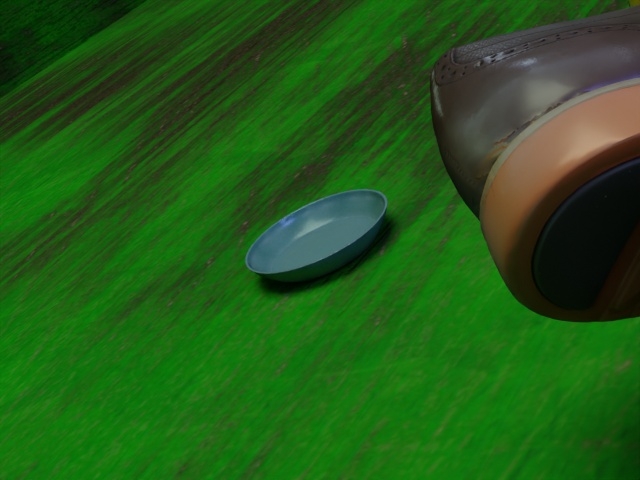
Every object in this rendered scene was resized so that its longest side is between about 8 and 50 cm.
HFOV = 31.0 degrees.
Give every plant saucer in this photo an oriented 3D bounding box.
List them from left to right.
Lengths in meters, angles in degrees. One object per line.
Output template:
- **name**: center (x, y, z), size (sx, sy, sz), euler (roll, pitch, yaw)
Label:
- **plant saucer**: center (0.000, 0.000, 0.887), size (0.119, 0.021, 0.119), euler (-22, 21, 9)

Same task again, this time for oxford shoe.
- **oxford shoe**: center (0.224, -0.066, 0.503), size (0.364, 0.130, 0.132), euler (-6, 42, -19)

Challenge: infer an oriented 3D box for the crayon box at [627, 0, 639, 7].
- **crayon box**: center (0.411, -0.213, 0.739), size (0.313, 0.106, 0.363), euler (-6, 20, 39)
